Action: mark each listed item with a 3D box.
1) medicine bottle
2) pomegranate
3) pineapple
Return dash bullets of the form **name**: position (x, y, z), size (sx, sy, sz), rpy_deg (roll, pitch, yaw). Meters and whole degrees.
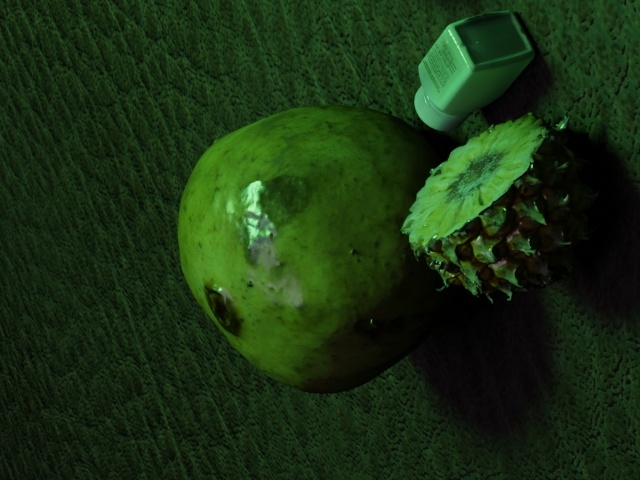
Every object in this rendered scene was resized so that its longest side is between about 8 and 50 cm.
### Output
- **medicine bottle**: position (0.128, -0.147, 1.606), size (0.055, 0.074, 0.118), rpy_deg (62, 150, 17)
- **pomegranate**: position (0.000, 0.000, 1.723), size (0.281, 0.281, 0.281), rpy_deg (36, 134, 47)
- **pineapple**: position (0.174, -0.009, 1.562), size (0.176, 0.161, 0.137), rpy_deg (-27, 115, 38)
